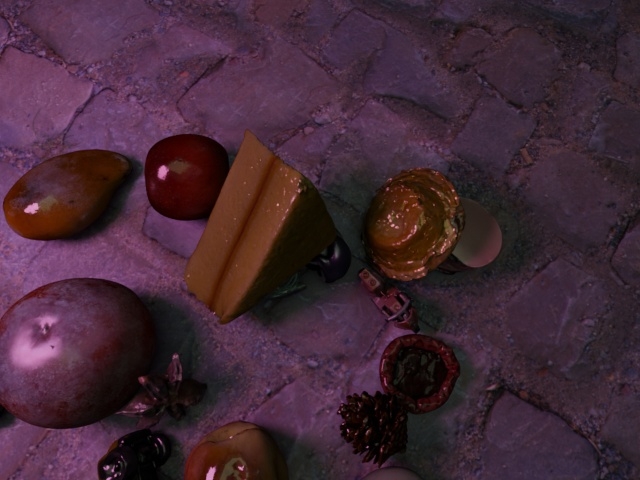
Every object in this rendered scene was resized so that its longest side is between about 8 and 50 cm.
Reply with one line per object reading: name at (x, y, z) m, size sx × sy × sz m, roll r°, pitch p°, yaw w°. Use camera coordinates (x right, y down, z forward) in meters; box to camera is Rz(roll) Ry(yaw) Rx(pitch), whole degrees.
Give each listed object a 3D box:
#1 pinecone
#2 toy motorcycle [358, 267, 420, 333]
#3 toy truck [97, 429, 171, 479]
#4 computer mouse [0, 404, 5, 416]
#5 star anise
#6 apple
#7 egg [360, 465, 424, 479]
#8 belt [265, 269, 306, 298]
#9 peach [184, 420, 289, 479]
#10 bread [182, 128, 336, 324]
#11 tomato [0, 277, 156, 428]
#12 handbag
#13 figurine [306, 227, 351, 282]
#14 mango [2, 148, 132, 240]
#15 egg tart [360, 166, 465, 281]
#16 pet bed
pinecone at (0.119, 0.417, 0.910) m, size 0.174 × 0.173 × 0.173 m, roll 1°, pitch 75°, yaw -3°
toy motorcycle at (0.173, 0.148, 0.995) m, size 0.084 × 0.118 × 0.212 m, roll -43°, pitch 81°, yaw 2°
toy truck at (-0.412, 0.538, 0.858) m, size 0.166 × 0.147 × 0.224 m, roll -25°, pitch 74°, yaw 14°
computer mouse at (-0.783, 0.386, 0.914) m, size 0.172 × 0.057 × 0.098 m, roll -29°, pitch 80°, yaw 2°
star anise at (-0.342, 0.350, 0.876) m, size 0.172 × 0.207 × 0.063 m, roll -34°, pitch 52°, yaw -21°
apple at (-0.327, -0.155, 1.000) m, size 0.202 × 0.218 × 0.217 m, roll -5°, pitch 75°, yaw -8°
egg at (0.148, 0.576, 0.864) m, size 0.193 × 0.149 × 0.149 m, roll -22°, pitch 77°, yaw -17°
belt at (-0.132, 0.081, 1.017) m, size 0.163 × 0.082 × 0.147 m, roll -19°, pitch 81°, yaw -7°
peach at (-0.169, 0.513, 0.836) m, size 0.215 × 0.214 × 0.235 m, roll -21°, pitch 84°, yaw -8°
bread at (-0.178, -0.003, 0.878) m, size 0.362 × 0.245 × 0.233 m, roll -44°, pitch 58°, yaw -6°
tomato at (-0.522, 0.234, 0.861) m, size 0.318 × 0.282 × 0.316 m, roll 1°, pitch 63°, yaw -1°
handbag at (0.351, -0.009, 1.049) m, size 0.205 × 0.116 × 0.179 m, roll 42°, pitch 77°, yaw 7°
figurine at (0.000, 0.000, 1.020) m, size 0.146 × 0.145 × 0.222 m, roll -27°, pitch 77°, yaw -10°
mango at (-0.631, -0.129, 1.015) m, size 0.193 × 0.146 × 0.316 m, roll 42°, pitch 67°, yaw 4°
egg tart at (0.203, -0.047, 0.980) m, size 0.295 × 0.116 × 0.294 m, roll -11°, pitch 71°, yaw 37°
pet bed at (0.240, 0.325, 0.987) m, size 0.202 × 0.053 × 0.200 m, roll -1°, pitch 75°, yaw 2°
